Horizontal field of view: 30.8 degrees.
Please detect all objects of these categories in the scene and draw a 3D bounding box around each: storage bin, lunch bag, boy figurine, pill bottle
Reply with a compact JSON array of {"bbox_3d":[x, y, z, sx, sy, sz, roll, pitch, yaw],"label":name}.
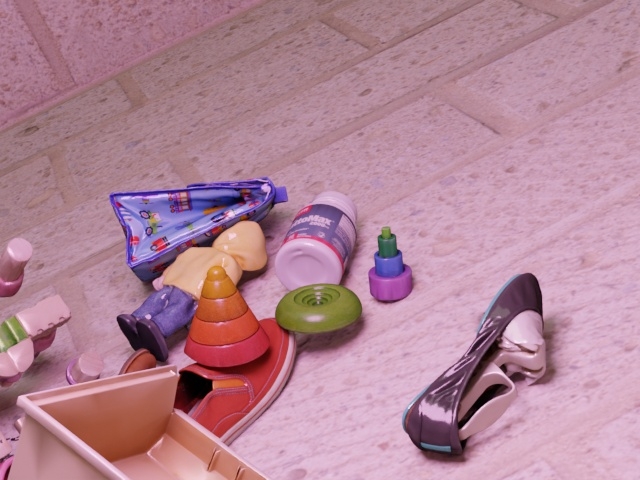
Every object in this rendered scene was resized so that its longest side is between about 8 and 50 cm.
[{"bbox_3d":[-0.153,0.260,1.235,0.262,0.123,0.260,29,19,30],"label":"storage bin"},{"bbox_3d":[-0.196,-0.038,2.010,0.293,0.138,0.221,-15,-6,-6],"label":"lunch bag"},{"bbox_3d":[-0.199,0.070,1.880,0.177,0.092,0.285,6,39,45],"label":"boy figurine"},{"bbox_3d":[0.000,0.000,1.856,0.108,0.108,0.180,-12,28,23],"label":"pill bottle"}]

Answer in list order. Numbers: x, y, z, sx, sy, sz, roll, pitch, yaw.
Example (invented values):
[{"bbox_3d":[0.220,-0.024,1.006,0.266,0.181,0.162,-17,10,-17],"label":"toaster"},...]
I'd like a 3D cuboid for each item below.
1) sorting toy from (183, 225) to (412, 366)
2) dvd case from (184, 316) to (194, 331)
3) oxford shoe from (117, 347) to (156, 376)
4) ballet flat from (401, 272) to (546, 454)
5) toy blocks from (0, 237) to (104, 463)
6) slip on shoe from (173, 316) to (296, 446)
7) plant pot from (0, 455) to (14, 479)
[{"bbox_3d":[-0.030,0.060,1.650,0.366,0.126,0.127,-18,25,-25],"label":"sorting toy"},{"bbox_3d":[-0.207,0.106,1.936,0.087,0.013,0.119,-33,27,-17],"label":"dvd case"},{"bbox_3d":[-0.274,0.236,1.713,0.076,0.076,0.212,13,32,5],"label":"oxford shoe"},{"bbox_3d":[0.216,0.158,1.420,0.096,0.095,0.280,20,59,42],"label":"ballet flat"},{"bbox_3d":[-0.535,0.213,1.841,0.289,0.309,0.260,-31,-8,-39],"label":"toy blocks"},{"bbox_3d":[-0.144,0.205,1.605,0.123,0.101,0.331,-1,33,42],"label":"slip on shoe"},{"bbox_3d":[-0.378,0.386,1.385,0.180,0.201,0.201,-37,25,10],"label":"plant pot"}]
